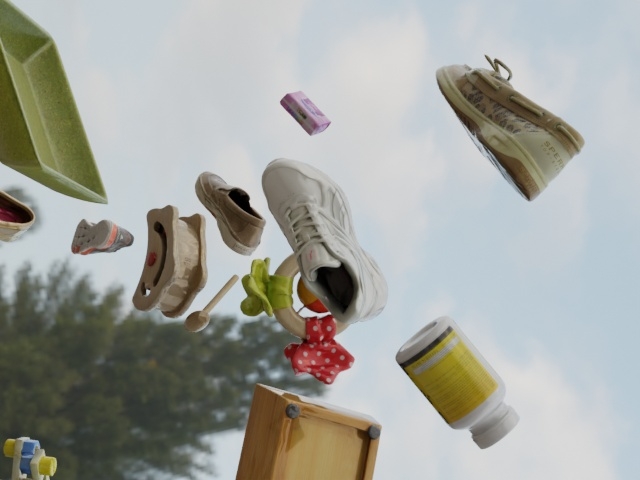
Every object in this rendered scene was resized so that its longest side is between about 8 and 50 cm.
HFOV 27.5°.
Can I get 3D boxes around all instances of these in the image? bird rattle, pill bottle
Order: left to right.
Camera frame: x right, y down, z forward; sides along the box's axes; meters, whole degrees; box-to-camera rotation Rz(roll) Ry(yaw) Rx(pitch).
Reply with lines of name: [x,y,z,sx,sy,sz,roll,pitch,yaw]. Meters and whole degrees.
bird rattle: [-0.017,0.114,2.276,0.253,0.207,0.143,45,-5,0]
pill bottle: [0.200,0.206,1.876,0.184,0.103,0.103,51,-28,-1]

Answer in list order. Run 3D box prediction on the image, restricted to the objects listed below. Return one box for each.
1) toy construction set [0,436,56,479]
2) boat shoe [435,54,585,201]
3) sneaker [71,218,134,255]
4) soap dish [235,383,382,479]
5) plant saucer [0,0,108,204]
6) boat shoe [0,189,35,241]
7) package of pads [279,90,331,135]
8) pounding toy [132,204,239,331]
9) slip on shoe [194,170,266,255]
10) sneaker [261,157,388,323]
toy construction set: [-0.460,0.493,2.055,0.215,0.151,0.328,-69,147,-65]
boat shoe: [0.216,-0.141,1.521,0.104,0.089,0.285,50,6,-35]
sneaker: [-0.350,0.002,2.103,0.158,0.065,0.061,2,-105,57]
soap dish: [-0.024,0.396,2.113,0.118,0.229,0.291,-17,-123,59]
plant saucer: [-0.273,-0.127,1.217,0.188,0.045,0.188,43,26,-77]
boat shoe: [-0.438,-0.054,1.662,0.059,0.170,0.063,-24,-127,37]
package of pads: [-0.025,-0.216,2.216,0.083,0.050,0.032,47,-60,11]
pounding toy: [-0.263,0.071,2.536,0.154,0.155,0.269,-35,-131,42]
slip on shoe: [-0.089,-0.037,1.325,0.041,0.051,0.135,-57,-149,20]
sneaker: [0.000,0.000,1.591,0.090,0.115,0.232,-35,-92,17]
